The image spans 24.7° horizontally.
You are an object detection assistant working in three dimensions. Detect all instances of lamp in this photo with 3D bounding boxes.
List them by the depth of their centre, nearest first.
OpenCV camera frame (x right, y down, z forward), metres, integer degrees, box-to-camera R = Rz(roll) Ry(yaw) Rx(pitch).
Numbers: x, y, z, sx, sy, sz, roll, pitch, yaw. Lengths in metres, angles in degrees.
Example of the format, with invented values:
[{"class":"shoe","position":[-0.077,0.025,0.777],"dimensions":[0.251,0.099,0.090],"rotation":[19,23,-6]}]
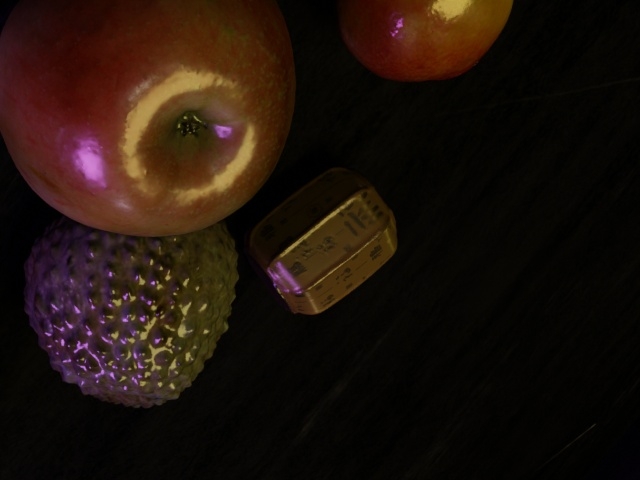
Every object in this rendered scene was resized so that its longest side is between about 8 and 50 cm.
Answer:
[{"class":"lamp","position":[0.000,0.000,1.927],"dimensions":[0.185,0.161,0.161],"rotation":[-36,143,-10]}]

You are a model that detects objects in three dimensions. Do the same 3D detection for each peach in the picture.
[{"class":"peach","position":[0.122,-0.298,1.717],"dimensions":[0.231,0.231,0.231],"rotation":[-27,140,-25]}]

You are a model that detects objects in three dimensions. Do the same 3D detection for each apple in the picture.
[{"class":"apple","position":[-0.170,-0.153,1.494],"dimensions":[0.319,0.277,0.319],"rotation":[-24,140,-23]}]

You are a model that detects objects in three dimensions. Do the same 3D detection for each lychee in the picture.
[{"class":"lychee","position":[-0.212,0.062,1.687],"dimensions":[0.255,0.274,0.255],"rotation":[-17,152,-9]}]
